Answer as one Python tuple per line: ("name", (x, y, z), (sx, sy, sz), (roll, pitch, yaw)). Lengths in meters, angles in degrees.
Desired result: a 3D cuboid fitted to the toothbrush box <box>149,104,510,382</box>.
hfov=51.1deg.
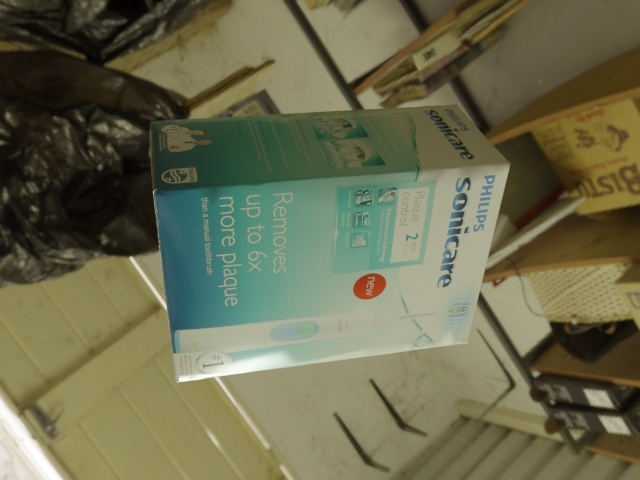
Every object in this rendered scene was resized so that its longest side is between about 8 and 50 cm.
("toothbrush box", (0.000, 0.000, 0.632), (0.296, 0.216, 0.126), (-5, -143, -13))
